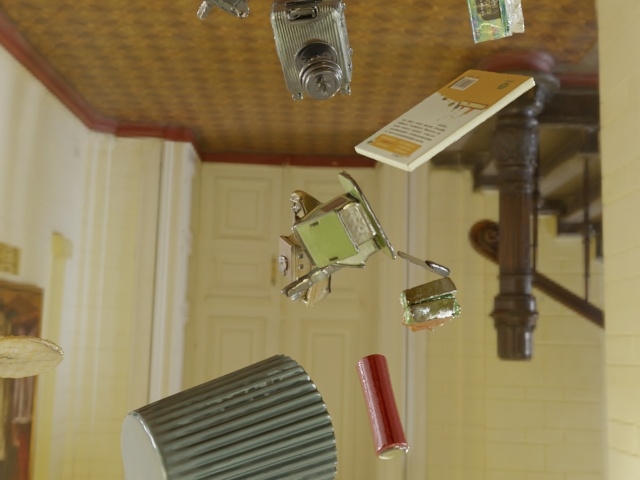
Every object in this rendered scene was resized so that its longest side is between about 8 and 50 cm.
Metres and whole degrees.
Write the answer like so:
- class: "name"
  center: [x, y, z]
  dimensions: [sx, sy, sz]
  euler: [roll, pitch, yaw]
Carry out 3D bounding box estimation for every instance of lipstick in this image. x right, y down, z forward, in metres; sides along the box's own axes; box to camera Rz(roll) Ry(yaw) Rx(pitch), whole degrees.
- class: "lipstick"
  center: [0.140, 0.380, 1.886]
  dimensions: [0.080, 0.241, 0.080]
  euler: [-8, 144, -6]

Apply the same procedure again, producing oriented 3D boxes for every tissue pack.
- class: "tissue pack"
  center: [0.283, -0.383, 1.326]
  dimensions: [0.079, 0.111, 0.085]
  euler: [-6, -166, 24]

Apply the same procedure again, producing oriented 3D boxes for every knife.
- class: "knife"
  center: [0.267, 0.063, 2.113]
  dimensions: [0.230, 0.028, 0.060]
  euler: [22, -163, -43]

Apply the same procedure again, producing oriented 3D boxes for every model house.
- class: "model house"
  center: [0.000, 0.000, 1.903]
  dimensions: [0.278, 0.218, 0.205]
  euler: [-29, -166, -4]

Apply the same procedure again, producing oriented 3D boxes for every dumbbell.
- class: "dumbbell"
  center: [-0.005, -0.378, 1.800]
  dimensions: [0.099, 0.208, 0.099]
  euler: [-5, 133, -6]

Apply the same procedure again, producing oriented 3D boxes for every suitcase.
- class: "suitcase"
  center: [-0.020, -0.540, 2.258]
  dimensions: [0.202, 0.128, 0.312]
  euler: [-4, 138, 10]

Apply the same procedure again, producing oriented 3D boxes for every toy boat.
- class: "toy boat"
  center: [-0.046, 0.025, 2.041]
  dimensions: [0.121, 0.321, 0.089]
  euler: [-17, -148, -25]

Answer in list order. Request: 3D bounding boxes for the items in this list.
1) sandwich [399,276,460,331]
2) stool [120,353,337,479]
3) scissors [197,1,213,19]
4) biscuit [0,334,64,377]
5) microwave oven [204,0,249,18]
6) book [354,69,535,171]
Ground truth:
- class: "sandwich"
  center: [0.262, 0.175, 2.130]
  dimensions: [0.185, 0.109, 0.160]
  euler: [-6, 160, -33]
- class: "stool"
  center: [-0.183, 0.399, 1.562]
  dimensions: [0.330, 0.297, 0.297]
  euler: [-11, 180, -31]
- class: "scissors"
  center: [-0.212, -0.608, 1.873]
  dimensions: [0.160, 0.024, 0.317]
  euler: [24, 142, -20]
- class: "biscuit"
  center: [-0.670, 0.254, 1.776]
  dimensions: [0.220, 0.033, 0.220]
  euler: [-8, 152, -4]
- class: "microwave oven"
  center: [-0.212, -0.545, 1.470]
  dimensions: [0.247, 0.178, 0.188]
  euler: [21, 133, -32]
- class: "book"
  center: [0.227, -0.232, 1.533]
  dimensions: [0.295, 0.020, 0.208]
  euler: [-35, -153, -12]
